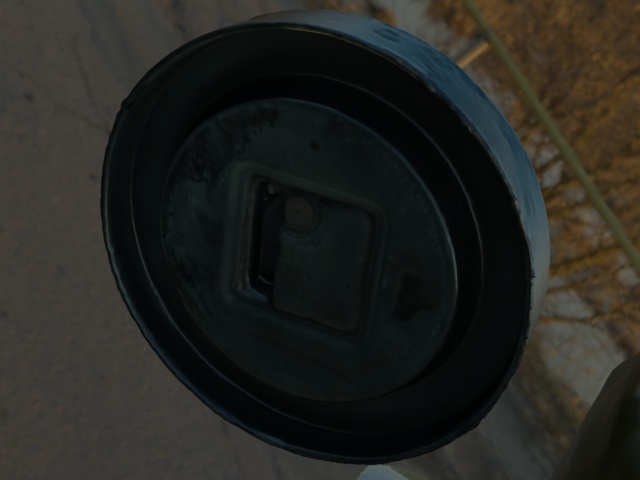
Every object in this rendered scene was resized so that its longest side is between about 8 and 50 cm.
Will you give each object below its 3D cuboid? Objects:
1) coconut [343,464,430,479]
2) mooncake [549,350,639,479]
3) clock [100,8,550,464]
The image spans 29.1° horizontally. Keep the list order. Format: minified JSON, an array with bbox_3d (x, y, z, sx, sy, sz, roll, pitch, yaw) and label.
[{"bbox_3d":[0.081,0.346,1.193,0.259,0.259,0.259,45,18,-19],"label":"coconut"},{"bbox_3d":[0.355,0.276,0.820,0.467,0.262,0.467,10,45,-10],"label":"mooncake"},{"bbox_3d":[-0.001,0.001,0.835,0.319,0.319,0.066,51,36,-1],"label":"clock"}]
